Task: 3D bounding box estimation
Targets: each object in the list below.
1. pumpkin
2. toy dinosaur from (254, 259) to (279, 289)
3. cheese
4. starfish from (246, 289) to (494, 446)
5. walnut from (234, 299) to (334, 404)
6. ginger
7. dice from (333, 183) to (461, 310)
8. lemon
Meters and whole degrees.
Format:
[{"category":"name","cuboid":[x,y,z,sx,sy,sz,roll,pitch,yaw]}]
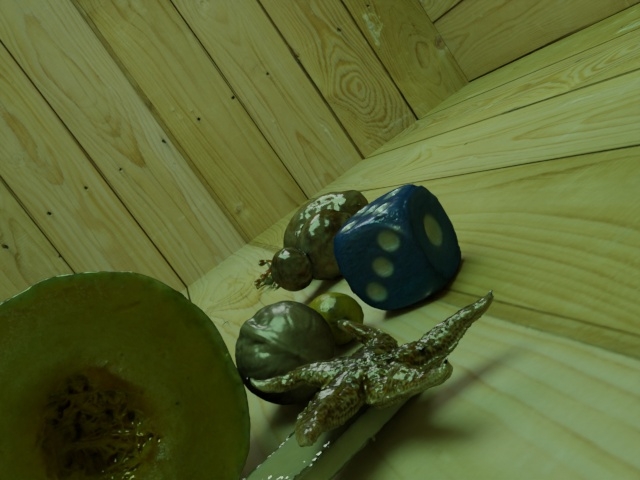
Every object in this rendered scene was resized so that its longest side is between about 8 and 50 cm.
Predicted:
[{"category":"pumpkin","cuboid":[-0.251,0.199,0.728,0.332,0.332,0.199,-36,5,-7]},{"category":"toy dinosaur","cuboid":[-0.116,0.075,1.681,0.142,0.057,0.212,-13,23,38]},{"category":"cheese","cuboid":[-0.014,0.205,0.563,0.085,0.034,0.400,-21,6,44]},{"category":"starfish","cuboid":[0.042,0.124,0.594,0.277,0.062,0.236,-18,9,16]},{"category":"walnut","cuboid":[-0.049,0.151,0.826,0.140,0.140,0.162,-37,-1,-13]},{"category":"ginger","cuboid":[0.000,0.000,1.332,0.245,0.155,0.304,-30,10,16]},{"category":"dice","cuboid":[0.116,0.011,0.904,0.146,0.146,0.143,-29,9,34]},{"category":"lemon","cuboid":[0.017,0.119,0.911,0.082,0.082,0.111,-42,9,-36]}]
